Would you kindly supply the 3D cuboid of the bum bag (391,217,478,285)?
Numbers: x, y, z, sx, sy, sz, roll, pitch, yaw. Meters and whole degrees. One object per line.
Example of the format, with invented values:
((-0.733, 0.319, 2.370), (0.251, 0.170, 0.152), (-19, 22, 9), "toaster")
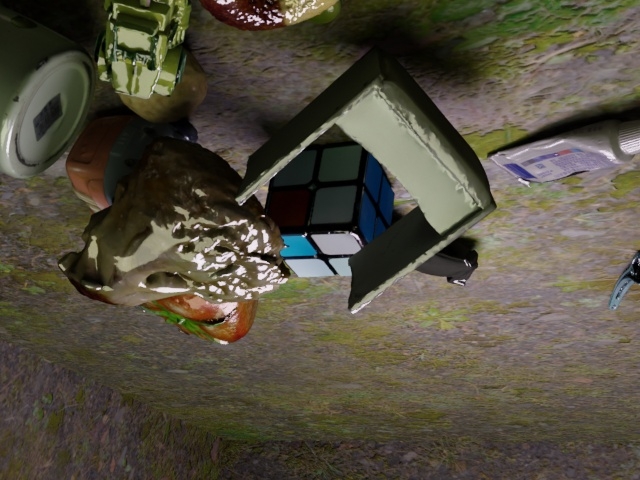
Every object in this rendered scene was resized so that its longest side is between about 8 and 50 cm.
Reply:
((0.184, 0.015, 1.562), (0.326, 0.080, 0.142), (19, 159, -25), "bum bag")

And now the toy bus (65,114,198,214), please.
((-0.324, -0.096, 1.394), (0.232, 0.194, 0.288), (10, 153, 22), "toy bus")

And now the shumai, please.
((-0.223, 0.019, 1.183), (0.217, 0.283, 0.346), (39, 160, 35), "shumai")

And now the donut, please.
((-0.049, -0.309, 0.923), (0.217, 0.085, 0.141), (-15, 166, 3), "donut")

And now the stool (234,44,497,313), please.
((0.065, -0.087, 1.110), (0.269, 0.170, 0.243), (-38, 109, 19), "stool")

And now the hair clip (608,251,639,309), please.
((0.626, 0.091, 1.594), (0.039, 0.070, 0.229), (2, 160, 7), "hair clip")

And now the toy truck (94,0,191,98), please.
((-0.225, -0.289, 0.975), (0.128, 0.135, 0.260), (13, 135, -9), "toy truck")

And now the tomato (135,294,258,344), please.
((-0.243, 0.066, 1.620), (0.303, 0.239, 0.303), (21, 159, 8), "tomato")

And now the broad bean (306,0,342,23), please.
((-0.009, -0.311, 1.021), (0.083, 0.045, 0.063), (7, 152, 23), "broad bean")

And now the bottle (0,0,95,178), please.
((-0.510, -0.258, 1.096), (0.351, 0.229, 0.229), (29, 154, 7), "bottle")

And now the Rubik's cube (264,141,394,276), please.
((0.017, -0.050, 1.369), (0.180, 0.183, 0.167), (0, 150, 23), "Rubik's cube")

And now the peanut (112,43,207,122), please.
((-0.244, -0.241, 1.159), (0.140, 0.109, 0.159), (-28, 139, 30), "peanut")

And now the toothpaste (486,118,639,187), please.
((0.400, -0.136, 1.217), (0.282, 0.068, 0.099), (-12, 117, 53), "toothpaste")
